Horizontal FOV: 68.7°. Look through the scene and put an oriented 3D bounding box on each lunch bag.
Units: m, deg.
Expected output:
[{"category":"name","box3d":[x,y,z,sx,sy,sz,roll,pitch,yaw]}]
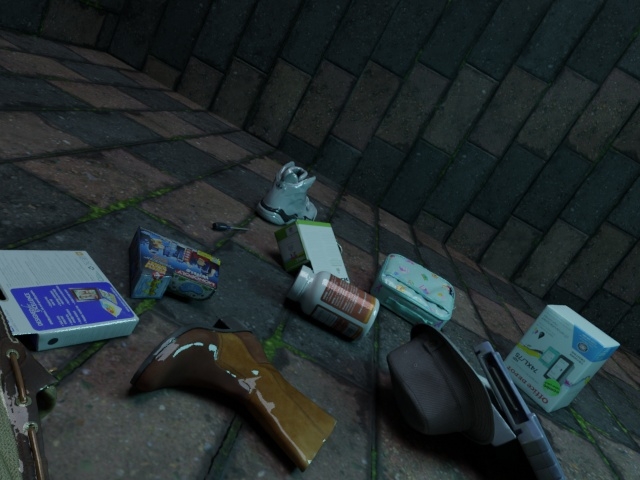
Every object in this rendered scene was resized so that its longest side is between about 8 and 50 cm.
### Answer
[{"category":"lunch bag","box3d":[0.312,0.176,1.554,0.279,0.108,0.224,30,31,4]}]

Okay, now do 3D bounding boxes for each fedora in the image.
[{"category":"fedora","box3d":[0.220,0.305,0.965,0.124,0.244,0.275,-19,34,-11]}]

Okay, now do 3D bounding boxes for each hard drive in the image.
[{"category":"hard drive","box3d":[0.338,0.371,1.039,0.255,0.054,0.172,58,-6,50]}]

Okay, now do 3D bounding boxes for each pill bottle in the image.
[{"category":"pill bottle","box3d":[0.029,0.152,1.182,0.216,0.121,0.121,29,17,-4]}]

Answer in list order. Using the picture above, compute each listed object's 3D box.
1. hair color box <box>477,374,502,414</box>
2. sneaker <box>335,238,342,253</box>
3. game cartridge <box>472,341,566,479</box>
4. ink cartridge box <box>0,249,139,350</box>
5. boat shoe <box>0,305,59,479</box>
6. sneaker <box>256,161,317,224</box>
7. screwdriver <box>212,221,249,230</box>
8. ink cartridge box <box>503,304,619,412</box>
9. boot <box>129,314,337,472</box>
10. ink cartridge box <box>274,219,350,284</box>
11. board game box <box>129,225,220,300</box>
[{"category":"hair color box","box3d":[0.417,0.405,1.233,0.072,0.043,0.141,29,16,-5]},{"category":"sneaker","box3d":[0.000,0.000,1.671,0.192,0.064,0.086,25,12,-26]},{"category":"game cartridge","box3d":[0.460,0.414,1.071,0.230,0.068,0.355,57,12,-14]},{"category":"ink cartridge box","box3d":[-0.432,0.085,0.740,0.206,0.045,0.208,39,18,29]},{"category":"boat shoe","box3d":[-0.355,0.178,0.506,0.123,0.123,0.342,32,10,-49]},{"category":"sneaker","box3d":[-0.083,-0.173,1.782,0.137,0.210,0.366,36,18,20]},{"category":"screwdriver","box3d":[-0.267,-0.036,1.424,0.170,0.024,0.025,14,52,-60]},{"category":"ink cartridge box","box3d":[0.759,0.373,1.499,0.197,0.270,0.198,10,26,-46]},{"category":"boot","box3d":[-0.126,0.258,0.741,0.280,0.096,0.264,43,12,17]},{"category":"ink cartridge box","box3d":[-0.016,0.075,1.410,0.189,0.097,0.255,3,65,-57]},{"category":"board game box","box3d":[-0.313,0.067,0.970,0.194,0.060,0.194,25,19,-17]}]
